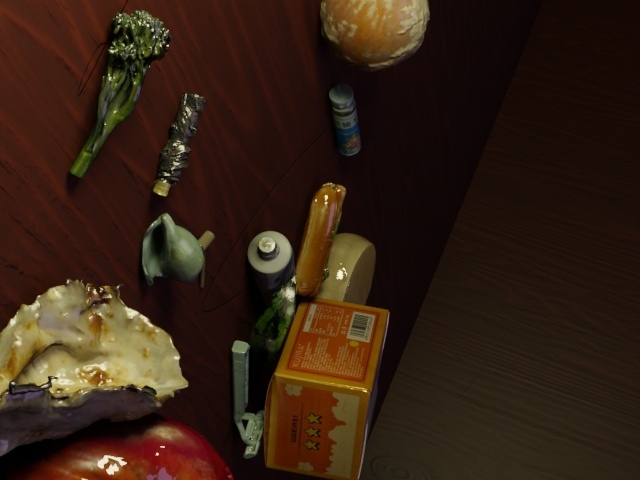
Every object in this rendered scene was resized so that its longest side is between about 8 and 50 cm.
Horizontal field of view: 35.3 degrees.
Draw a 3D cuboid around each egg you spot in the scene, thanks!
[{"bbox_3d":[0.094,-0.392,1.732,0.233,0.194,0.195,89,22,-80],"label":"egg"}]

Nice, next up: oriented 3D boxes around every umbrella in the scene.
[{"bbox_3d":[-0.190,-0.128,1.351,0.037,0.040,0.144,20,90,-83],"label":"umbrella"}]

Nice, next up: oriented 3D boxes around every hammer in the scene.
[{"bbox_3d":[-0.187,0.035,1.596,0.035,0.019,0.110,-55,163,-45],"label":"hammer"}]

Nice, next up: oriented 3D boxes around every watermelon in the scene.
[{"bbox_3d":[-0.089,0.164,1.914,0.119,0.063,0.245,-61,176,-42],"label":"watermelon"}]

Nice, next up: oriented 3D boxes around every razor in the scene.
[{"bbox_3d":[-0.151,0.298,1.966,0.111,0.056,0.278,-74,163,-46],"label":"razor"}]

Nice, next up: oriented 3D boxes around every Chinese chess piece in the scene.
[{"bbox_3d":[0.043,0.105,2.301,0.251,0.097,0.251,18,90,-75],"label":"Chinese chess piece"}]

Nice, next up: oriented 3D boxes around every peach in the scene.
[{"bbox_3d":[-0.289,0.402,1.240,0.416,0.353,0.339,-29,-173,39],"label":"peach"}]

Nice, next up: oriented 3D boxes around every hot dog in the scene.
[{"bbox_3d":[0.000,0.000,2.074,0.100,0.068,0.250,-49,155,-67],"label":"hot dog"}]

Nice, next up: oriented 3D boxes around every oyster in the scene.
[{"bbox_3d":[-0.288,0.158,1.080,0.337,0.197,0.133,-25,138,-58],"label":"oyster"}]

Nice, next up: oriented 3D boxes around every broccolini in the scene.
[{"bbox_3d":[-0.225,-0.162,1.147,0.091,0.068,0.203,-98,-154,-82],"label":"broccolini"}]

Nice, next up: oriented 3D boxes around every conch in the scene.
[{"bbox_3d":[-0.212,0.022,1.429,0.180,0.088,0.065,71,-3,-56],"label":"conch"}]

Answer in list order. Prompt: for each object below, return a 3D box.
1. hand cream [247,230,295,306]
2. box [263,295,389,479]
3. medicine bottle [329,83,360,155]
[{"bbox_3d":[-0.087,0.059,1.897,0.341,0.077,0.124,86,25,-72],"label":"hand cream"},{"bbox_3d":[0.012,0.307,2.113,0.283,0.213,0.260,-69,168,-57],"label":"box"},{"bbox_3d":[0.050,-0.239,2.011,0.191,0.051,0.051,76,36,-61],"label":"medicine bottle"}]
